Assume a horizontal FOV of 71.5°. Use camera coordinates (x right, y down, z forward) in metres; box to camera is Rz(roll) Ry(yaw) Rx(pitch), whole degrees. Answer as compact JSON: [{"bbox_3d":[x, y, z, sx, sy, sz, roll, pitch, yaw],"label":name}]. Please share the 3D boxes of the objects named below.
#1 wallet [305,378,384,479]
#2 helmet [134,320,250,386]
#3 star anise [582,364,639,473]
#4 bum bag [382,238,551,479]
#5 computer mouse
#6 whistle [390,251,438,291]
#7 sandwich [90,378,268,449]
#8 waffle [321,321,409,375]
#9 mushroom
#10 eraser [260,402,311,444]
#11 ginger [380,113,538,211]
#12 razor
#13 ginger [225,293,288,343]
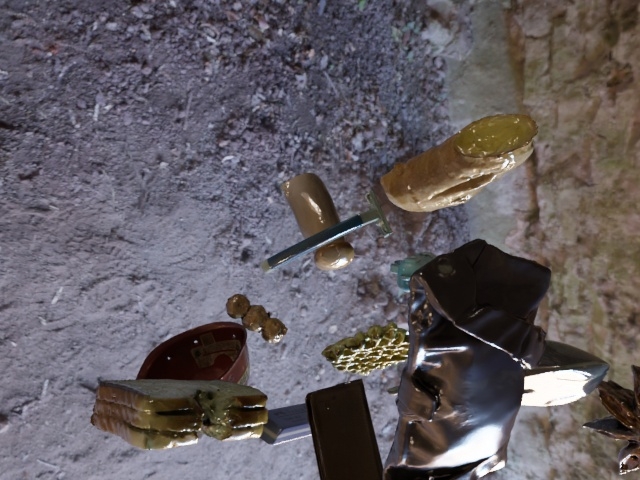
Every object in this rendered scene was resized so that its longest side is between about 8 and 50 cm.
[{"bbox_3d":[0.043,0.336,0.722,0.110,0.031,0.198,-6,75,-23],"label":"wallet"},{"bbox_3d":[-0.358,0.439,1.357,0.385,0.337,0.230,-81,157,-66],"label":"helmet"},{"bbox_3d":[0.796,0.445,1.043,0.118,0.332,0.331,-9,101,-35],"label":"star anise"},{"bbox_3d":[0.131,0.140,0.411,0.137,0.074,0.310,-5,119,-12],"label":"bum bag"},{"bbox_3d":[0.307,0.237,0.804,0.167,0.379,0.090,70,16,-46],"label":"computer mouse"},{"bbox_3d":[0.282,0.078,1.254,0.274,0.186,0.093,-14,110,-58],"label":"whistle"},{"bbox_3d":[-0.256,0.325,0.857,0.273,0.249,0.095,16,71,-41],"label":"sandwich"},{"bbox_3d":[0.121,0.262,1.072,0.204,0.223,0.054,36,33,-46],"label":"waffle"},{"bbox_3d":[-0.014,-0.082,1.440,0.154,0.137,0.407,39,21,-45],"label":"mushroom"},{"bbox_3d":[-0.044,0.398,0.982,0.225,0.082,0.036,10,93,-45],"label":"eraser"},{"bbox_3d":[0.275,-0.145,0.907,0.190,0.354,0.126,26,61,-22],"label":"ginger"},{"bbox_3d":[-0.001,-0.001,0.617,0.068,0.191,0.037,67,9,11],"label":"razor"},{"bbox_3d":[-0.198,0.238,1.346,0.204,0.104,0.080,39,53,-9],"label":"ginger"}]
